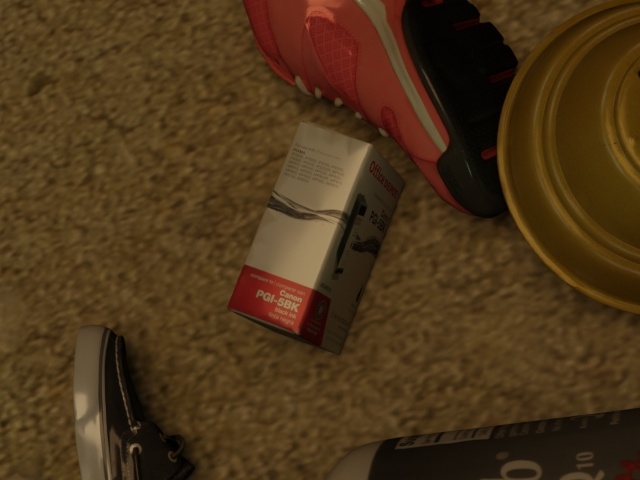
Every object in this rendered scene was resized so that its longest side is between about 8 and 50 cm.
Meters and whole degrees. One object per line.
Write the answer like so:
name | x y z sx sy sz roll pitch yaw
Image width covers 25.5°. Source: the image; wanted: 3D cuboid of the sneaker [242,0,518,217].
sneaker | 0.031 -0.138 0.990 0.136 0.116 0.313 -40 75 38

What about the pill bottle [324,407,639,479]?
pill bottle | 0.114 0.211 0.813 0.363 0.210 0.210 -10 75 15

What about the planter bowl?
planter bowl | 0.223 -0.065 0.876 0.217 0.090 0.217 0 79 -1

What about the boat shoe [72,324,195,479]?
boat shoe | -0.123 0.167 0.969 0.076 0.080 0.228 -8 72 -3

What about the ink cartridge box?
ink cartridge box | 0.000 0.000 0.953 0.056 0.099 0.135 19 84 20
